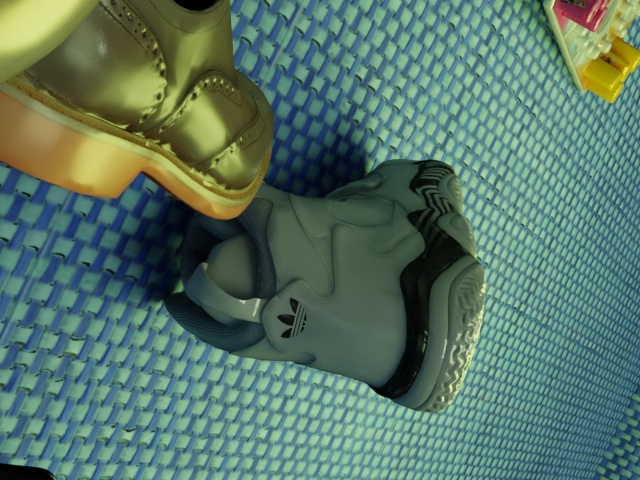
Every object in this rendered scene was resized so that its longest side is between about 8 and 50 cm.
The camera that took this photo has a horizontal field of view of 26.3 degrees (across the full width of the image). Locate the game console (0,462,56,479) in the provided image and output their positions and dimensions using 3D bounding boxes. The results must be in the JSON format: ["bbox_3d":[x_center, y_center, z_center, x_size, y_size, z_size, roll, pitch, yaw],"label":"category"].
[{"bbox_3d":[-0.231,0.202,0.870,0.107,0.071,0.122,-34,141,-47],"label":"game console"}]

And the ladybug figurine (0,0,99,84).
[{"bbox_3d":[-0.218,-0.195,0.390,0.449,0.161,0.305,31,82,-59],"label":"ladybug figurine"}]

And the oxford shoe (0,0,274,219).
[{"bbox_3d":[-0.080,-0.099,0.750,0.133,0.130,0.363,-57,171,8],"label":"oxford shoe"}]

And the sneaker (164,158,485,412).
[{"bbox_3d":[0.000,0.000,1.064,0.366,0.210,0.137,-97,-157,-70],"label":"sneaker"}]

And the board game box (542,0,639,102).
[{"bbox_3d":[0.379,-0.352,1.438,0.390,0.050,0.390,-57,163,3],"label":"board game box"}]
